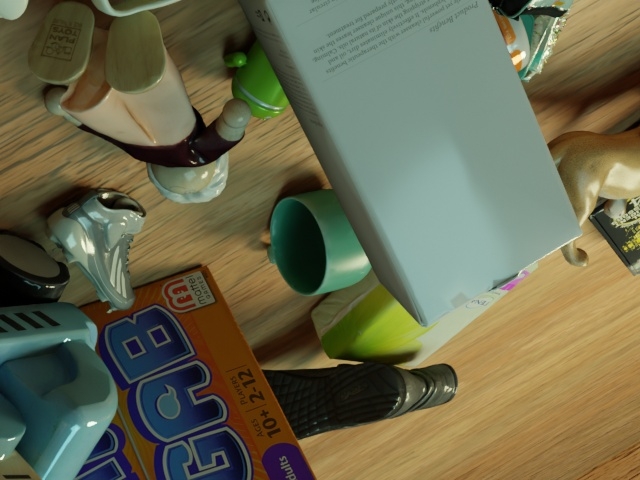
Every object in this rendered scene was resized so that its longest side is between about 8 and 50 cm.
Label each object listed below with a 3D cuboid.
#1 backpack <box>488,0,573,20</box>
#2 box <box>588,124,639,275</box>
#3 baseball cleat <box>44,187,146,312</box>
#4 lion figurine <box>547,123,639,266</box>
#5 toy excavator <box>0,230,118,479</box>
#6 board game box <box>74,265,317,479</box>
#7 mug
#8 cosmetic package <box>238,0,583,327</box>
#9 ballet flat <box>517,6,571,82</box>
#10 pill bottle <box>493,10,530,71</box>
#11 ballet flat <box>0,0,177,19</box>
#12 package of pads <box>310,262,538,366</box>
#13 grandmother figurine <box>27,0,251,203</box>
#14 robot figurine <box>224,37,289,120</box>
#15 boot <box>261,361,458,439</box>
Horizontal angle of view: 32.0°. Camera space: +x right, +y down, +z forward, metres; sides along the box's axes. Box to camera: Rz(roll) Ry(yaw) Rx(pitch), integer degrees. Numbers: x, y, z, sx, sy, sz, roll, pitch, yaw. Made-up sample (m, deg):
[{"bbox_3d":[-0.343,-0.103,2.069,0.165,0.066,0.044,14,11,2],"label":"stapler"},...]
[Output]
[{"bbox_3d":[0.227,-0.331,1.096,0.145,0.165,0.188,-12,148,-30],"label":"backpack"},{"bbox_3d":[0.609,-0.129,1.788,0.395,0.097,0.318,-36,151,11],"label":"box"},{"bbox_3d":[-0.235,0.012,1.288,0.109,0.072,0.206,-36,153,-5],"label":"baseball cleat"},{"bbox_3d":[0.404,-0.103,1.528,0.392,0.142,0.240,-20,135,-36],"label":"lion figurine"},{"bbox_3d":[-0.297,0.199,1.032,0.222,0.445,0.433,-58,161,13],"label":"toy excavator"},{"bbox_3d":[-0.240,0.320,1.446,0.357,0.356,0.356,-19,147,-19],"label":"board game box"},{"bbox_3d":[0.003,-0.006,1.430,0.097,0.158,0.129,-13,121,-32],"label":"mug"},{"bbox_3d":[0.088,-0.125,1.101,0.197,0.155,0.365,-28,113,-7],"label":"cosmetic package"},{"bbox_3d":[0.257,-0.287,1.290,0.077,0.091,0.241,-48,167,-36],"label":"ballet flat"},{"bbox_3d":[0.109,-0.194,1.235,0.221,0.121,0.121,-29,149,-2],"label":"pill bottle"},{"bbox_3d":[-0.177,-0.255,0.847,0.483,0.164,0.182,-12,128,-32],"label":"ballet flat"},{"bbox_3d":[0.160,0.070,1.681,0.296,0.101,0.229,-43,147,25],"label":"package of pads"},{"bbox_3d":[-0.167,-0.115,1.084,0.342,0.208,0.104,57,52,-71],"label":"grandmother figurine"},{"bbox_3d":[-0.050,-0.177,1.174,0.101,0.067,0.115,24,123,-21],"label":"robot figurine"},{"bbox_3d":[0.025,0.249,1.718,0.338,0.118,0.223,-6,172,29],"label":"boot"}]
